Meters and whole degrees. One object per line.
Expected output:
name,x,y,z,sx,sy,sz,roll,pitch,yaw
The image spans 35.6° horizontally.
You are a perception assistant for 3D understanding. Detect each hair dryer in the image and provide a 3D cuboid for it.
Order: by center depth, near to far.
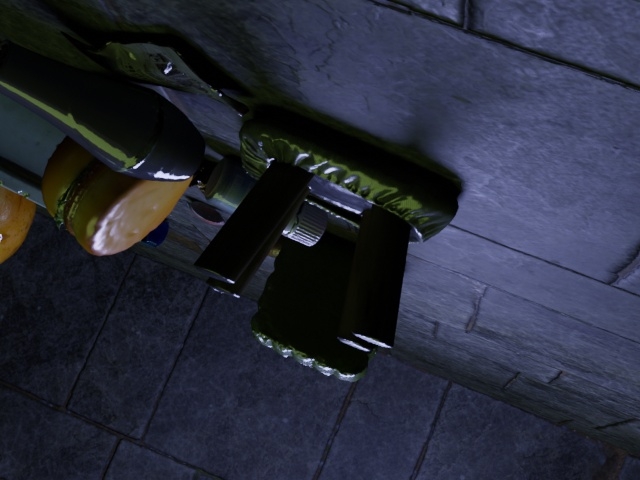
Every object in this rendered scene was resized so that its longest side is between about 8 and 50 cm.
hair dryer,-0.352,-0.201,1.402,0.301,0.121,0.361,26,-179,-37

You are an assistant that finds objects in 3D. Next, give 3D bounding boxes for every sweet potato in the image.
sweet potato,-0.110,0.001,2.130,0.250,0.059,0.069,20,-177,44

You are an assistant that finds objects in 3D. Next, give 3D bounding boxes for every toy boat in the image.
toy boat,-0.257,-0.055,2.219,0.096,0.034,0.122,29,171,-4

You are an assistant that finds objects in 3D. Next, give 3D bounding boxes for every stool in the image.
stool,0.000,0.000,1.371,0.310,0.226,0.310,21,171,0

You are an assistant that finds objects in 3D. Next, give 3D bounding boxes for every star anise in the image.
star anise,-0.226,-0.119,1.748,0.168,0.057,0.168,23,180,0

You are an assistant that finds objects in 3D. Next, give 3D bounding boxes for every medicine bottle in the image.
medicine bottle,-0.088,-0.060,1.655,0.203,0.083,0.083,28,169,-20
medicine bottle,-0.531,-0.058,2.695,0.258,0.079,0.124,24,174,-1

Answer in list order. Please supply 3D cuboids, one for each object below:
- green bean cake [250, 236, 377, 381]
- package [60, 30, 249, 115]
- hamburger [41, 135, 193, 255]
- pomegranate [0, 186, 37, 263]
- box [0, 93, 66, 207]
green bean cake,0.013,0.128,1.950,0.250,0.246,0.156,22,171,6
package,-0.214,-0.215,1.264,0.239,0.030,0.154,15,168,39
hamburger,-0.328,-0.104,1.580,0.170,0.246,0.246,44,174,10
pomegranate,-0.884,-0.106,2.340,0.417,0.416,0.416,22,170,4
box,-0.497,-0.188,1.662,0.312,0.175,0.182,32,-175,-42
